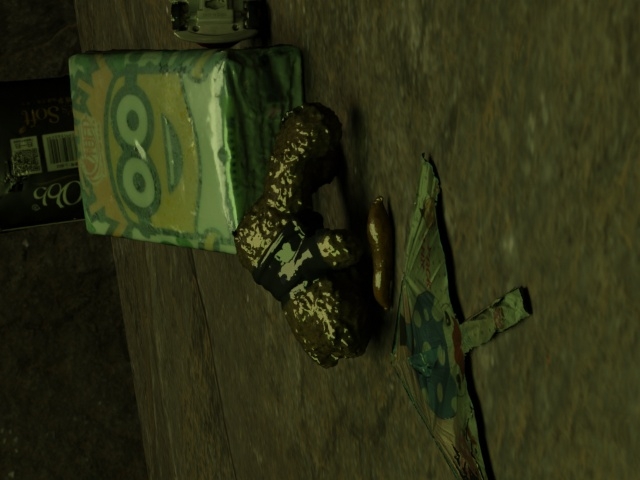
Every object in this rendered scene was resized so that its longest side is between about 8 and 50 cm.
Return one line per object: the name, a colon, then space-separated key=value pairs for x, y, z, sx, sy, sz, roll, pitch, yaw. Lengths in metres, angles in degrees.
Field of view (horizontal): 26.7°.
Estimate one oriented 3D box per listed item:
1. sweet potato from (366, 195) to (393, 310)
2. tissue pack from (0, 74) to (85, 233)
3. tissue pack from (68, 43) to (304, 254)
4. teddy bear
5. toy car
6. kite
sweet potato: x=0.057 y=0.015 z=1.279 sx=0.026 sy=0.026 sz=0.115 roll=-144 pitch=49 yaw=-68
tissue pack: x=-0.298 y=-0.122 z=1.800 sx=0.198 sy=0.370 sz=0.210 roll=-159 pitch=63 yaw=-72
tissue pack: x=-0.157 y=-0.112 z=1.572 sx=0.311 sy=0.128 sz=0.228 roll=8 pitch=106 yaw=45
teddy bear: x=-0.021 y=0.002 z=1.349 sx=0.182 sy=0.129 sz=0.251 roll=90 pitch=167 yaw=-78
toy car: x=-0.123 y=-0.291 z=1.637 sx=0.112 sy=0.112 sz=0.139 roll=86 pitch=-176 yaw=-79
kite: x=0.114 y=0.090 z=1.151 sx=0.314 sy=0.011 sz=0.335 roll=142 pitch=118 yaw=-70
